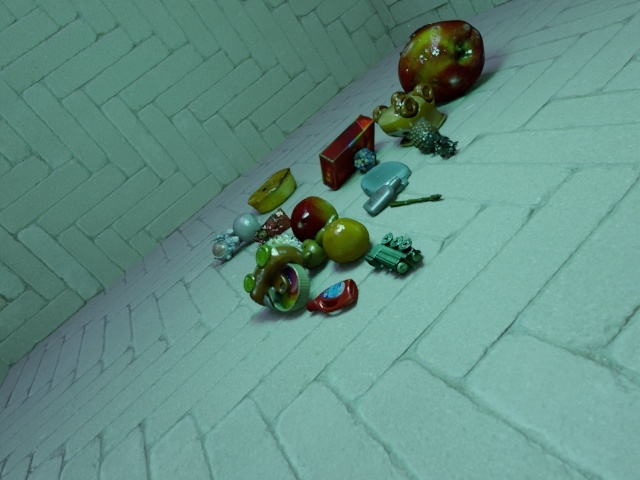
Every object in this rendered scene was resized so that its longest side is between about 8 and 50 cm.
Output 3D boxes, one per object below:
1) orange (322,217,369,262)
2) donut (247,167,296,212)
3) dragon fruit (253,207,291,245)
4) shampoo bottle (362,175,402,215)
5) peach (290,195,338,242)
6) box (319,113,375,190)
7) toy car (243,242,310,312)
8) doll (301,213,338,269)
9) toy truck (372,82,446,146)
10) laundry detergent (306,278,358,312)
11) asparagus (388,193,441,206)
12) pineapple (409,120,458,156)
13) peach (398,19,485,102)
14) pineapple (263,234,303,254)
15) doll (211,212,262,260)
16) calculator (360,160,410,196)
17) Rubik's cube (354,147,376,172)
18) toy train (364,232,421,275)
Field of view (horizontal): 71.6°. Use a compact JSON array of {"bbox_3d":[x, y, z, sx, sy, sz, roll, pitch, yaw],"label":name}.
[{"bbox_3d":[0.078,-0.003,1.428,0.159,0.136,0.159,-33,21,14],"label":"orange"},{"bbox_3d":[-0.255,-0.267,2.439,0.303,0.110,0.302,-33,23,16],"label":"donut"},{"bbox_3d":[-0.234,-0.064,2.042,0.192,0.092,0.122,-38,23,-3],"label":"dragon fruit"},{"bbox_3d":[0.228,-0.164,1.606,0.165,0.040,0.080,-46,33,2],"label":"shampoo bottle"},{"bbox_3d":[-0.028,-0.069,1.640,0.198,0.197,0.197,-31,24,15],"label":"peach"},{"bbox_3d":[0.129,-0.401,2.021,0.089,0.197,0.313,30,65,25],"label":"box"},{"bbox_3d":[-0.122,0.141,1.422,0.235,0.145,0.234,-11,76,48],"label":"toy car"},{"bbox_3d":[0.000,0.000,1.535,0.097,0.137,0.209,30,76,21],"label":"doll"},{"bbox_3d":[0.386,-0.540,1.906,0.288,0.211,0.204,-45,23,-25],"label":"toy truck"},{"bbox_3d":[0.029,0.173,1.284,0.165,0.049,0.097,-28,28,26],"label":"laundry detergent"},{"bbox_3d":[0.315,-0.134,1.481,0.023,0.022,0.233,1,-4,-36],"label":"asparagus"},{"bbox_3d":[0.431,-0.377,1.678,0.125,0.125,0.251,-36,28,4],"label":"pineapple"},{"bbox_3d":[0.533,-0.817,2.054,0.353,0.339,0.417,-40,19,-8],"label":"peach"},{"bbox_3d":[-0.134,0.068,1.636,0.176,0.161,0.137,-42,-14,-4],"label":"pineapple"},{"bbox_3d":[-0.416,-0.009,2.158,0.287,0.151,0.151,-41,22,7],"label":"doll"},{"bbox_3d":[0.253,-0.244,1.748,0.186,0.041,0.299,-37,24,0],"label":"calculator"},{"bbox_3d":[0.200,-0.355,1.969,0.111,0.111,0.093,-48,0,-23],"label":"Rubik's cube"},{"bbox_3d":[0.208,0.043,1.249,0.111,0.071,0.170,-50,26,-6],"label":"toy train"}]
